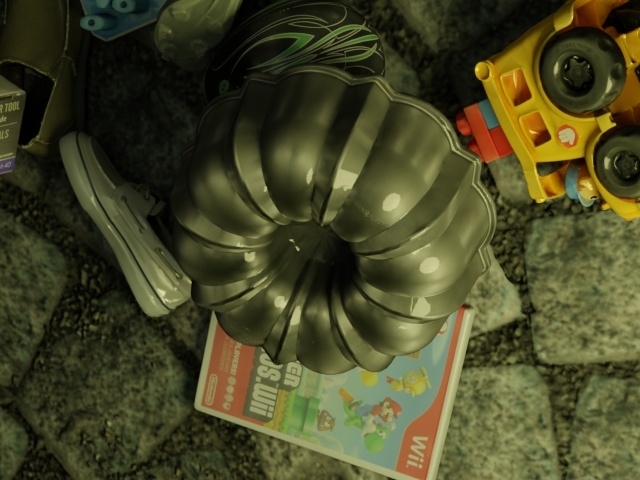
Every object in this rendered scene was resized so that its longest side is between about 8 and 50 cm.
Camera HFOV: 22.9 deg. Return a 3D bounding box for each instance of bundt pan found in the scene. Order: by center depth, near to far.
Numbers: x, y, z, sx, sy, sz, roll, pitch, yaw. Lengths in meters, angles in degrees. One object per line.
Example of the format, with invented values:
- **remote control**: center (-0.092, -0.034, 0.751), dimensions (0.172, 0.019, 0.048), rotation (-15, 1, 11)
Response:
- **bundt pan**: center (0.000, 0.000, 1.530), dimensions (0.330, 0.124, 0.331), rotation (9, 127, 12)

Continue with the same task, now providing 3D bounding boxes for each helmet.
- **helmet**: center (-0.020, -0.169, 1.599), dimensions (0.161, 0.169, 0.169), rotation (-25, 88, 41)

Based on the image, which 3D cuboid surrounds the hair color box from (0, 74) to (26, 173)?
- **hair color box**: center (-0.504, -0.177, 1.729), dimensions (0.338, 0.185, 0.110), rotation (32, 122, 31)

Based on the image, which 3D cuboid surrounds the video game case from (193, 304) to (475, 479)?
- **video game case**: center (0.009, 0.128, 1.698), dimensions (0.285, 0.025, 0.204), rotation (17, 104, 19)

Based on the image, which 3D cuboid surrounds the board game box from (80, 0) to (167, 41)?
- **board game box**: center (-0.141, -0.455, 1.642), dimensions (0.389, 0.050, 0.390), rotation (-19, 90, 20)

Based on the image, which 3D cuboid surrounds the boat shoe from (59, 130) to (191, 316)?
- **boat shoe**: center (-0.203, -0.029, 1.742), dimensions (0.075, 0.083, 0.226), rotation (-27, 99, 12)

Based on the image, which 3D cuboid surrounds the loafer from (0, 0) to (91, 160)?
- **loafer**: center (-0.308, -0.210, 1.742), dimensions (0.094, 0.087, 0.251), rotation (0, 98, 23)

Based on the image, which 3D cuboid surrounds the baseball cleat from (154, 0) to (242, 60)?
- **baseball cleat**: center (-0.100, -0.269, 1.594), dimensions (0.072, 0.109, 0.206), rotation (28, 137, -18)

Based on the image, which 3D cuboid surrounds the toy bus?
- **toy bus**: center (0.241, -0.106, 1.512), dimensions (0.211, 0.149, 0.220), rotation (-26, 90, 37)
